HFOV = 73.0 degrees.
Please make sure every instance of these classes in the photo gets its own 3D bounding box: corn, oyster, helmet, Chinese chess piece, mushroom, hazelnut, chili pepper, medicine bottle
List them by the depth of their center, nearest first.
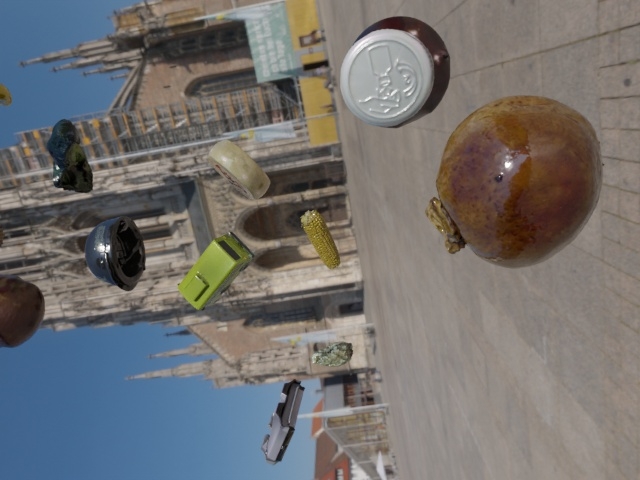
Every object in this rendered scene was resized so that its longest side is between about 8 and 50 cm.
[{"bbox_3d":[0.304,-0.080,0.704,0.263,0.283,0.195,43,-139,-6],"label":"mushroom"},{"bbox_3d":[0.167,-0.359,0.931,0.395,0.243,0.242,-65,-33,-67],"label":"medicine bottle"},{"bbox_3d":[-0.936,0.207,1.267,0.218,0.234,0.218,-162,90,-77],"label":"hazelnut"},{"bbox_3d":[-0.827,-0.263,1.414,0.148,0.116,0.264,61,155,28],"label":"chili pepper"},{"bbox_3d":[0.048,0.403,1.552,0.177,0.125,0.064,-29,-66,-65],"label":"oyster"},{"bbox_3d":[-0.750,0.052,1.553,0.230,0.161,0.278,75,-168,-59],"label":"helmet"},{"bbox_3d":[-0.321,-0.275,1.702,0.273,0.102,0.273,40,171,8],"label":"Chinese chess piece"},{"bbox_3d":[0.005,-0.002,1.760,0.091,0.091,0.260,-85,-29,-68],"label":"corn"}]

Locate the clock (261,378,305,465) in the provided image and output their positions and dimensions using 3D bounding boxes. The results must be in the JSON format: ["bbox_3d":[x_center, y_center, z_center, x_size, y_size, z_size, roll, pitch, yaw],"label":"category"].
[{"bbox_3d":[-0.133,0.638,1.544,0.253,0.083,0.186,-70,1,-69],"label":"clock"}]

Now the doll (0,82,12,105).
[{"bbox_3d":[-0.980,-0.370,1.173,0.111,0.237,0.252,50,167,-3],"label":"doll"}]

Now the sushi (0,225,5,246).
[{"bbox_3d":[-0.658,-0.022,0.849,0.052,0.055,0.120,45,148,24],"label":"sushi"}]

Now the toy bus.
[{"bbox_3d":[-0.362,0.110,1.470,0.128,0.262,0.150,44,-158,6],"label":"toy bus"}]
